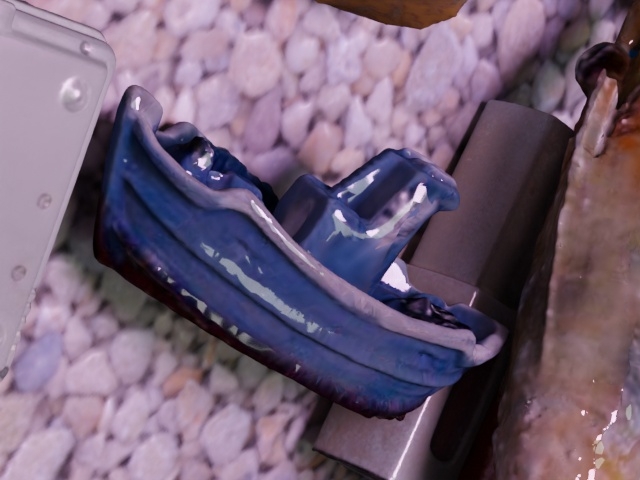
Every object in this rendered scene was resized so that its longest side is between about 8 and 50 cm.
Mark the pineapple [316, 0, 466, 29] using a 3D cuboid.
[{"bbox_3d":[0.061,-0.248,1.077,0.125,0.125,0.251,17,84,-47],"label":"pineapple"}]

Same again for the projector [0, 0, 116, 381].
[{"bbox_3d":[-0.226,-0.044,0.868,0.257,0.099,0.192,16,94,-47],"label":"projector"}]

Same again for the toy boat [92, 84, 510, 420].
[{"bbox_3d":[0.000,0.000,1.083,0.309,0.129,0.142,32,98,-36],"label":"toy boat"}]

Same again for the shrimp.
[{"bbox_3d":[0.202,0.057,1.186,0.221,0.110,0.445,15,78,-41],"label":"shrimp"}]

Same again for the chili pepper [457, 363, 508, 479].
[{"bbox_3d":[0.131,0.121,1.264,0.144,0.136,0.252,25,80,-85],"label":"chili pepper"}]

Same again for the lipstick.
[{"bbox_3d":[0.088,0.038,1.231,0.079,0.077,0.253,36,76,-48],"label":"lipstick"}]
